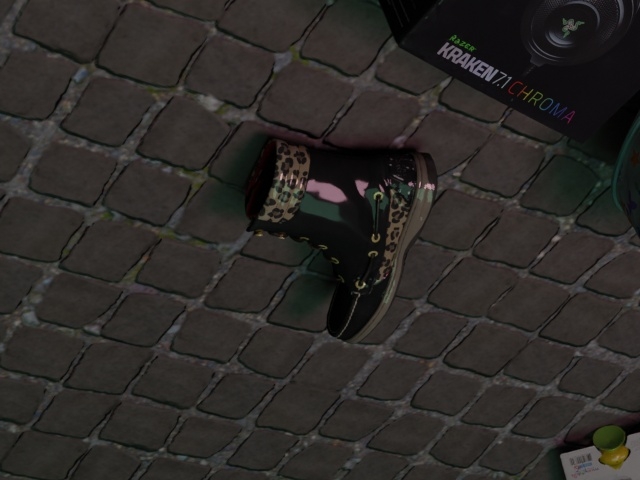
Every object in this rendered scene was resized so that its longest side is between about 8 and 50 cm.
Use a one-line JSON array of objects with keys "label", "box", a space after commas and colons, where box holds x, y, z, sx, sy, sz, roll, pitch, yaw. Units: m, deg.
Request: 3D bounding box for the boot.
[{"label": "boot", "box": [0.000, -0.002, 1.584, 0.179, 0.085, 0.236, 8, 126, -22]}]

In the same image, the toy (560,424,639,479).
[{"label": "toy", "box": [0.401, 0.328, 2.078, 0.137, 0.056, 0.237, -16, 133, 5]}]

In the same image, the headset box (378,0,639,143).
[{"label": "headset box", "box": [0.227, -0.257, 1.350, 0.246, 0.131, 0.283, 23, 124, -36]}]

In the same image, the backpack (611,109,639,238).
[{"label": "backpack", "box": [0.421, -0.079, 1.554, 0.254, 0.191, 0.225, -5, 136, -21]}]
